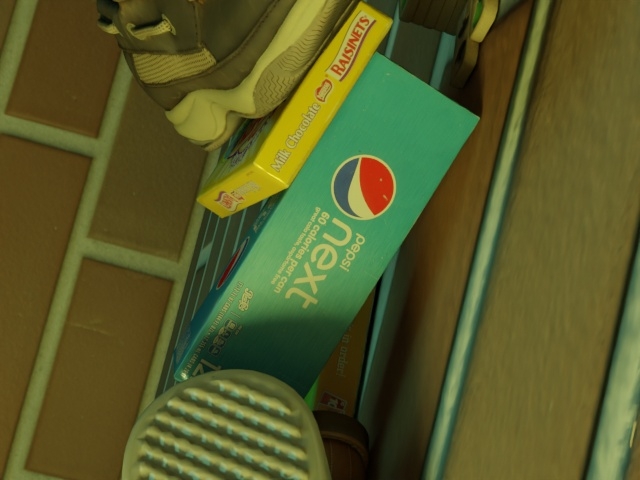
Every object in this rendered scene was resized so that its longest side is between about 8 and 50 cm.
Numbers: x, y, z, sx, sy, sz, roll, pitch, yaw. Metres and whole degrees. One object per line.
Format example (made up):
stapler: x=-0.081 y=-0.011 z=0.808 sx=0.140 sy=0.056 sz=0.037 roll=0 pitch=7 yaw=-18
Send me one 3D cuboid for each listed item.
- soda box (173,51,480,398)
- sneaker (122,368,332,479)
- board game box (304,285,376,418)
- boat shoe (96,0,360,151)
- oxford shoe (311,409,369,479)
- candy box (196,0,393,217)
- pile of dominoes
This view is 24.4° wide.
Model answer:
soda box: x=0.000 y=0.000 z=0.832 sx=0.210 sy=0.071 sz=0.067 roll=-58 pitch=9 yaw=4
sneaker: x=-0.019 y=0.229 z=0.657 sx=0.366 sy=0.135 sz=0.150 roll=-91 pitch=-11 yaw=-50
board game box: x=0.005 y=0.063 z=0.997 sx=0.124 sy=0.039 sz=0.260 roll=122 pitch=159 yaw=-61
boat shoe: x=-0.052 y=-0.139 z=0.745 sx=0.132 sy=0.130 sz=0.355 roll=-56 pitch=9 yaw=-20
oxford shoe: x=-0.031 y=0.192 z=0.872 sx=0.076 sy=0.076 sz=0.212 roll=-90 pitch=18 yaw=-46
candy box: x=-0.021 y=-0.068 z=0.845 sx=0.105 sy=0.027 sz=0.206 roll=-60 pitch=9 yaw=-10
pile of dominoes: x=0.104 y=-0.237 z=0.869 sx=0.196 sy=0.040 sz=0.251 roll=-86 pitch=13 yaw=-54
